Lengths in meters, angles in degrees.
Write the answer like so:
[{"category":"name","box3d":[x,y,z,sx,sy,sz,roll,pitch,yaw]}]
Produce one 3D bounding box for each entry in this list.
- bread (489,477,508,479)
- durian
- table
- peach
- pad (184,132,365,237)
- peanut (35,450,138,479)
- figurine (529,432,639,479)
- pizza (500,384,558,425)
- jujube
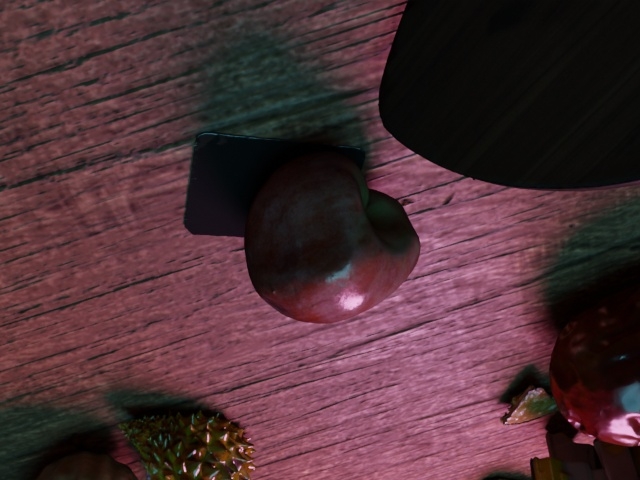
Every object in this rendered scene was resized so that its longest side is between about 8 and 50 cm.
[{"category":"bread","box3d":[0.268,0.404,1.093,0.140,0.069,0.128,18,122,-23]},{"category":"durian","box3d":[-0.151,0.278,0.896,0.132,0.165,0.182,12,107,28]},{"category":"table","box3d":[0.256,-0.133,0.562,0.249,0.317,0.317,12,125,-38]},{"category":"peach","box3d":[0.000,0.000,0.688,0.152,0.152,0.152,-6,128,-8]},{"category":"pad","box3d":[-0.044,-0.046,0.719,0.157,0.003,0.112,4,126,-15]},{"category":"peanut","box3d":[-0.310,0.373,0.891,0.140,0.153,0.325,28,110,-24]},{"category":"figurine","box3d":[0.411,0.269,0.920,0.309,0.308,0.143,-23,102,6]},{"category":"pizza","box3d":[0.265,0.197,0.959,0.083,0.025,0.078,-11,134,-13]},{"category":"jujube","box3d":[0.375,0.127,0.843,0.250,0.174,0.174,-29,128,3]}]
